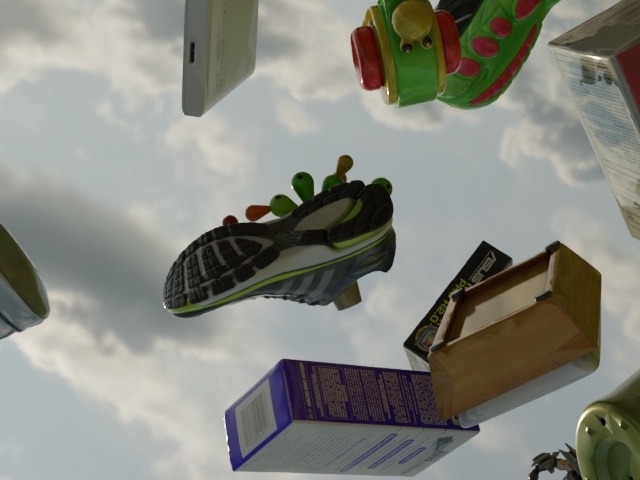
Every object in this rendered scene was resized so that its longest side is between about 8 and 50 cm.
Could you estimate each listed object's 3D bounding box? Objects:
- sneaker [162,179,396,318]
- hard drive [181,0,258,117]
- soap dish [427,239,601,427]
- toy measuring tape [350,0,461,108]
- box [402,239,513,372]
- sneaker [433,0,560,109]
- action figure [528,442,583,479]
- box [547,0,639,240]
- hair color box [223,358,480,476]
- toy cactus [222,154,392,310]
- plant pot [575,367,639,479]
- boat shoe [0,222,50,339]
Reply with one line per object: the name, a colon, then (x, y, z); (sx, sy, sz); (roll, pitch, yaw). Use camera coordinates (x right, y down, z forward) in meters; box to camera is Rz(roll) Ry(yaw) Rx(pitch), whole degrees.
sneaker: (-0.043, 0.038, 1.378); (0.111, 0.300, 0.121); (-100, -12, -45)
hard drive: (-0.185, -0.391, 2.204); (0.047, 0.233, 0.353); (9, -158, 10)
soap dish: (0.268, 0.120, 1.591); (0.118, 0.229, 0.291); (59, -159, -7)
toy measuring tape: (0.087, -0.194, 1.292); (0.121, 0.121, 0.330); (38, 175, 0)
box: (0.237, 0.145, 1.910); (0.060, 0.216, 0.270); (35, 167, 23)
sneaker: (0.290, -0.422, 1.777); (0.202, 0.483, 0.185); (31, 164, 39)
action figure: (0.438, 0.495, 2.147); (0.099, 0.285, 0.185); (-3, -126, -38)
box: (0.338, -0.111, 1.105); (0.232, 0.127, 0.148); (61, 176, -19)
hair color box: (0.048, 0.273, 1.752); (0.338, 0.185, 0.110); (10, -127, -31)
toy cactus: (0.000, 0.000, 1.469); (0.112, 0.219, 0.180); (-67, -45, -85)
plant pot: (0.575, 0.286, 1.665); (0.353, 0.366, 0.366); (-17, -132, -21)
boat shoe: (-0.446, -0.021, 1.216); (0.367, 0.156, 0.136); (59, -173, -37)
